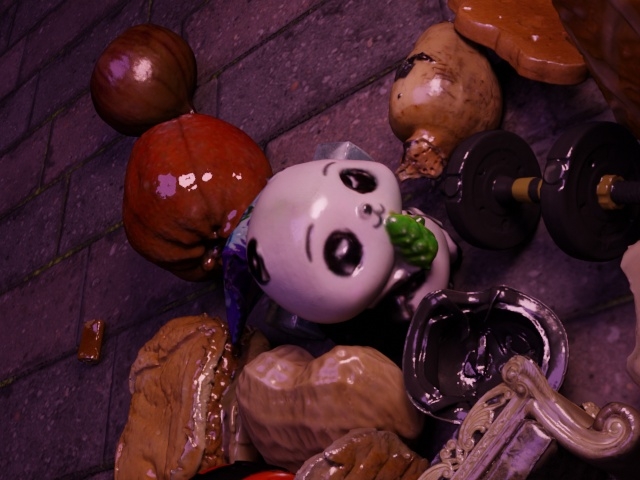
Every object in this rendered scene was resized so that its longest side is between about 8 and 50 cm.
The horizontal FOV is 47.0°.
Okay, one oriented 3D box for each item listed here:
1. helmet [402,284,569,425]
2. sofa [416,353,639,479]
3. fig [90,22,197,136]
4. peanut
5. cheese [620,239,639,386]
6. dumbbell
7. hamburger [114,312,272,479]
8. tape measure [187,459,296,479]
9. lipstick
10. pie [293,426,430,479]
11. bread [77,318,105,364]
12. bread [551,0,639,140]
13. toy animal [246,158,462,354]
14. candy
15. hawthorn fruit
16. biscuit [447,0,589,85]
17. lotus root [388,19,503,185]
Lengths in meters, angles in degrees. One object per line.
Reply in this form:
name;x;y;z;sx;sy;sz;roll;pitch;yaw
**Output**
helmet;0.183;0.137;0.811;0.177;0.107;0.153;1;64;22
sofa;0.210;0.256;0.649;0.258;0.200;0.182;-53;41;3
fig;-0.350;-0.316;1.489;0.235;0.215;0.234;-165;90;-69
peanut;0.011;0.211;0.885;0.233;0.196;0.110;-11;20;36
cheese;0.365;0.052;0.636;0.249;0.071;0.163;-32;70;58
dumbbell;0.243;-0.054;0.807;0.325;0.143;0.143;8;72;58
hamburger;-0.176;0.242;1.046;0.260;0.145;0.283;-19;59;49
tape measure;-0.077;0.371;0.786;0.114;0.260;0.253;-6;53;43
lipstick;0.000;0.000;1.069;0.076;0.077;0.289;1;69;42
pie;0.054;0.293;0.786;0.046;0.195;0.195;-5;62;64
bread;-0.428;0.190;1.384;0.047;0.036;0.083;-15;56;27
bread;0.421;-0.205;0.593;0.279;0.390;0.371;-50;40;-4
toy animal;0.045;0.016;0.889;0.213;0.267;0.212;-20;51;27
candy;-0.089;0.017;1.040;0.070;0.145;0.275;11;36;6
hawthorn fruit;-0.197;-0.070;1.176;0.258;0.258;0.261;-45;73;14
biscuit;0.270;-0.276;0.941;0.295;0.186;0.044;-121;25;-46
lotus root;0.165;-0.195;0.973;0.140;0.154;0.256;-21;45;42
